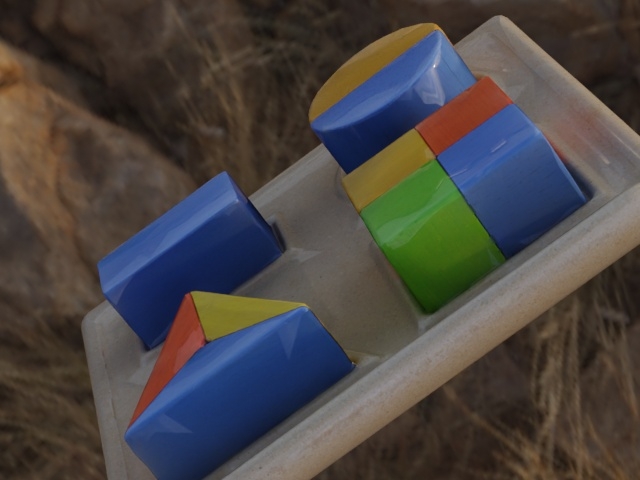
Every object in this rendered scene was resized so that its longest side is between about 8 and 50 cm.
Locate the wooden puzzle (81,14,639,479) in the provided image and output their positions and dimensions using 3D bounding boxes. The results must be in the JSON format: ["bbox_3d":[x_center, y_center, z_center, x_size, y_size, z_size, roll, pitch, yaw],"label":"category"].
[{"bbox_3d":[0.000,0.000,0.911,0.322,0.080,0.348,-36,20,4],"label":"wooden puzzle"}]
